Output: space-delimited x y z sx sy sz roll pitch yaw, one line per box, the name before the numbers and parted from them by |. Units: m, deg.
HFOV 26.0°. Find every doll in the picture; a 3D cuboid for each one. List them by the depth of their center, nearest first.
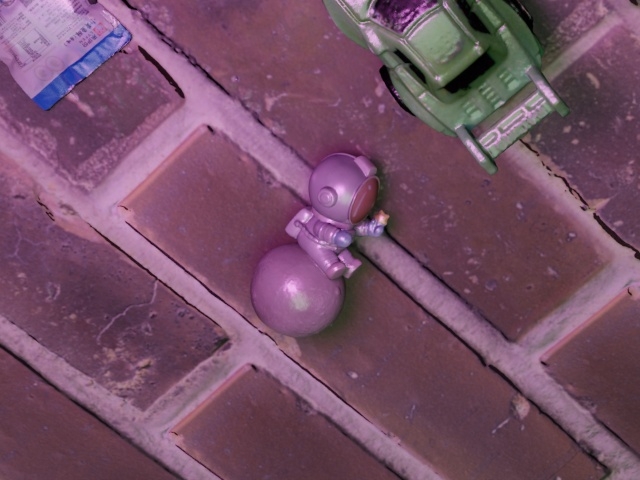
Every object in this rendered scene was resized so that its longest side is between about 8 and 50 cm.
doll | 0.000 0.000 2.016 0.151 0.151 0.287 20 108 -14

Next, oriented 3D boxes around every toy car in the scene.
toy car | 0.158 -0.279 1.846 0.213 0.176 0.359 -37 114 14

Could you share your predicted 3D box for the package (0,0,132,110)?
package | -0.374 -0.285 1.887 0.171 0.027 0.173 -38 115 12
